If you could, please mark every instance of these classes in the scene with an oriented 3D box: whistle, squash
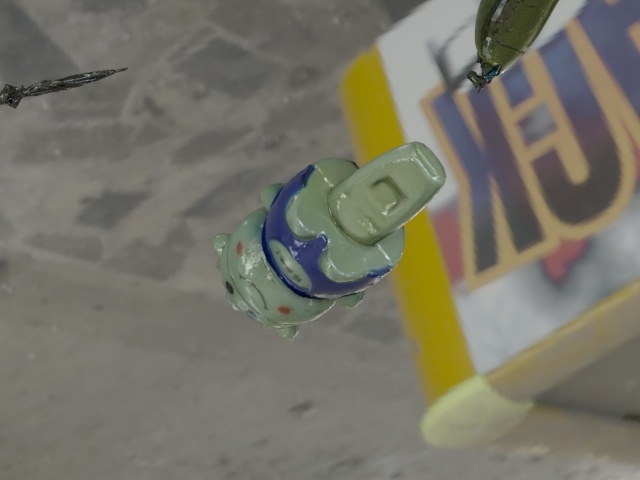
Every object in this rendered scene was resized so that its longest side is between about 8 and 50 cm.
[{"bbox_3d":[0.000,0.000,1.069,0.244,0.110,0.092,-34,-178,45],"label":"whistle"},{"bbox_3d":[0.238,-0.285,1.711,0.087,0.087,0.331,-13,155,-24],"label":"squash"}]

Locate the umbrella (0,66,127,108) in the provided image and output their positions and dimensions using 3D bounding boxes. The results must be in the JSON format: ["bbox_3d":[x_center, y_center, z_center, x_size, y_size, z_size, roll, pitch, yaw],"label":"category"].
[{"bbox_3d":[-0.230,-0.124,1.224,0.148,0.022,0.022,-12,134,-25],"label":"umbrella"}]
